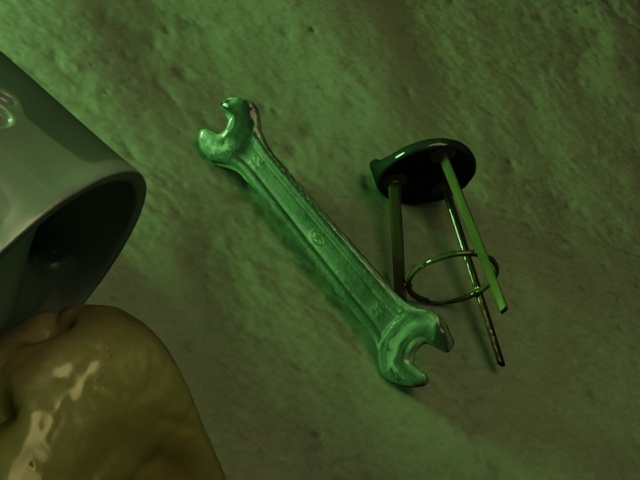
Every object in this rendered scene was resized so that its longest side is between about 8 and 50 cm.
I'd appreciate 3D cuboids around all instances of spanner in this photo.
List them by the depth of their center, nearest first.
[{"bbox_3d":[0.000,0.000,1.386,0.302,0.071,0.017,49,11,15],"label":"spanner"}]

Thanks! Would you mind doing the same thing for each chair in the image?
[{"bbox_3d":[0.109,-0.004,1.428,0.104,0.095,0.221,9,48,-29],"label":"chair"}]

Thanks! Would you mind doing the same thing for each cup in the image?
[{"bbox_3d":[-0.288,-0.039,1.126,0.274,0.259,0.357,42,12,7],"label":"cup"}]

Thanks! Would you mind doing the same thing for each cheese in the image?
[{"bbox_3d":[-0.153,0.147,1.047,0.235,0.117,0.217,13,78,-52],"label":"cheese"}]
